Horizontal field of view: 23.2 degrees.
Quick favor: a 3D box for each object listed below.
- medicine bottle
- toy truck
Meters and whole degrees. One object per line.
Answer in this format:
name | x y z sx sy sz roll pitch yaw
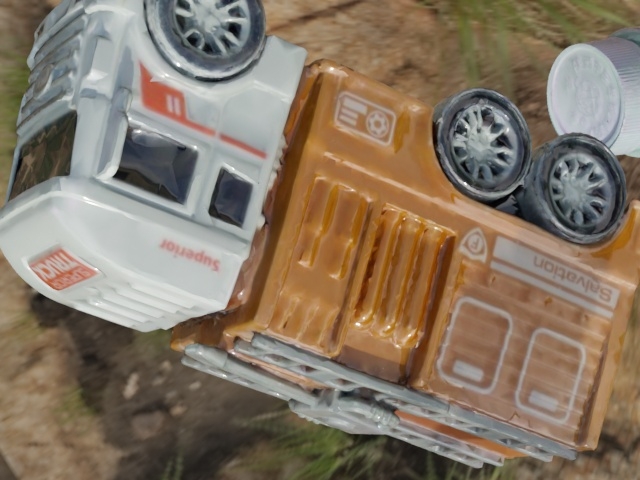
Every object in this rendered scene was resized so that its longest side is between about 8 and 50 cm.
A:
medicine bottle | 0.366 -0.162 1.667 0.139 0.225 0.139 25 120 53
toy truck | 0.000 0.000 0.937 0.388 0.173 0.207 22 71 -22
